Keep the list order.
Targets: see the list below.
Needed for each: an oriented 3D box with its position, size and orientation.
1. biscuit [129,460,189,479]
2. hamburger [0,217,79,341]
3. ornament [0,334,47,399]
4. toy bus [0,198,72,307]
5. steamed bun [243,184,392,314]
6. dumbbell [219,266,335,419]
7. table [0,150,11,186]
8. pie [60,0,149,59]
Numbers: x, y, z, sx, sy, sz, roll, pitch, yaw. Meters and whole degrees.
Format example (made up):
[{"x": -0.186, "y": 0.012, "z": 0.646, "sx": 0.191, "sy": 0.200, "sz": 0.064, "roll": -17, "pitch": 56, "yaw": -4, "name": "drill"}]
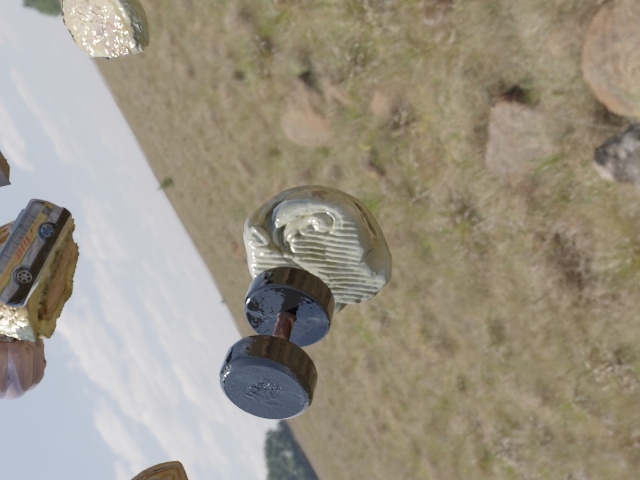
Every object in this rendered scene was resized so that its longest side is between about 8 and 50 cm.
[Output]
[{"x": -0.291, "y": 0.477, "z": 1.475, "sx": 0.141, "sy": 0.221, "sz": 0.029, "roll": 18, "pitch": 157, "yaw": 11, "name": "biscuit"}, {"x": -0.613, "y": 0.071, "z": 1.718, "sx": 0.330, "sy": 0.208, "sz": 0.162, "roll": -92, "pitch": -3, "yaw": -53, "name": "hamburger"}, {"x": -0.650, "y": 0.235, "z": 1.780, "sx": 0.177, "sy": 0.177, "sz": 0.177, "roll": 58, "pitch": 173, "yaw": 12, "name": "ornament"}, {"x": -0.452, "y": 0.017, "z": 1.336, "sx": 0.072, "sy": 0.172, "sz": 0.057, "roll": 26, "pitch": 169, "yaw": -3, "name": "toy bus"}, {"x": -0.009, "y": 0.003, "z": 1.972, "sx": 0.324, "sy": 0.309, "sz": 0.219, "roll": 55, "pitch": -154, "yaw": -30, "name": "steamed bun"}, {"x": -0.067, "y": 0.165, "z": 1.412, "sx": 0.218, "sy": 0.152, "sz": 0.152, "roll": -74, "pitch": -34, "yaw": -48, "name": "dumbbell"}, {"x": -0.839, "y": -0.192, "z": 2.218, "sx": 0.083, "sy": 0.070, "sz": 0.082, "roll": 79, "pitch": 179, "yaw": -53, "name": "table"}, {"x": -0.406, "y": -0.420, "z": 1.602, "sx": 0.218, "sy": 0.052, "sz": 0.185, "roll": 9, "pitch": 133, "yaw": 42, "name": "pie"}]
